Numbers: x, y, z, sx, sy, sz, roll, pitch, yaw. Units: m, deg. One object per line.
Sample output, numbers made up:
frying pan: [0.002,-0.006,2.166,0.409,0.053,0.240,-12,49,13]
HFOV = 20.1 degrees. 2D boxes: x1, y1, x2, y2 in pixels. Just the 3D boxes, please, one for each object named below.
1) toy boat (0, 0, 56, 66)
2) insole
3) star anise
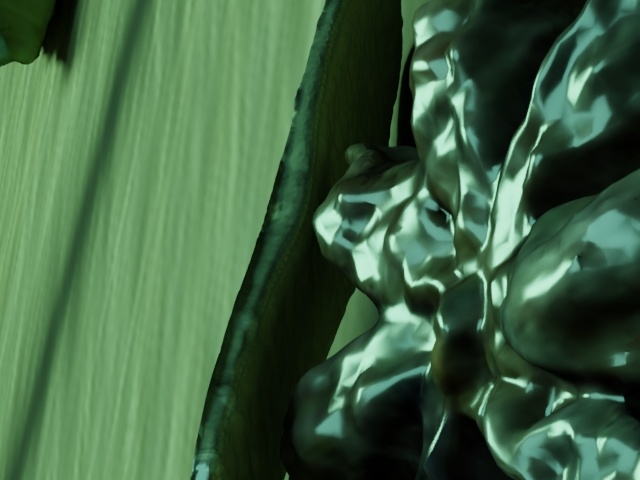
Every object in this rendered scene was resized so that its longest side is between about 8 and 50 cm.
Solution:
toy boat: [-0.221,-0.178,1.122,0.084,0.111,0.276,-64,22,7]
insole: [0.000,0.000,0.477,0.248,0.011,0.081,-74,-18,-48]
star anise: [0.050,0.005,0.376,0.212,0.073,0.197,-33,44,58]
